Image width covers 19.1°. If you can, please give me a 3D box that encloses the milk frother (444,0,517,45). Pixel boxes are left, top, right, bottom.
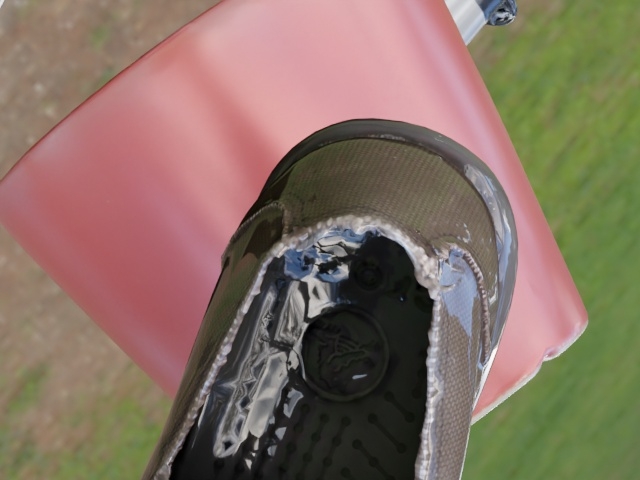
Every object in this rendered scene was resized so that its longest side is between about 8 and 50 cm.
[{"bbox_3d":[0.090,-0.168,1.461,0.135,0.129,0.143,-49,130,-9],"label":"milk frother"}]

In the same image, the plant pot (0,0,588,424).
[{"bbox_3d":[0.000,0.000,1.038,0.275,0.243,0.275,-35,178,-1],"label":"plant pot"}]

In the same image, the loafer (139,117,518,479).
[{"bbox_3d":[-0.029,0.135,0.659,0.130,0.133,0.366,-17,119,-80],"label":"loafer"}]

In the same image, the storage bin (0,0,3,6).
[{"bbox_3d":[-0.328,-0.258,1.291,0.123,0.262,0.260,-3,-124,52],"label":"storage bin"}]
